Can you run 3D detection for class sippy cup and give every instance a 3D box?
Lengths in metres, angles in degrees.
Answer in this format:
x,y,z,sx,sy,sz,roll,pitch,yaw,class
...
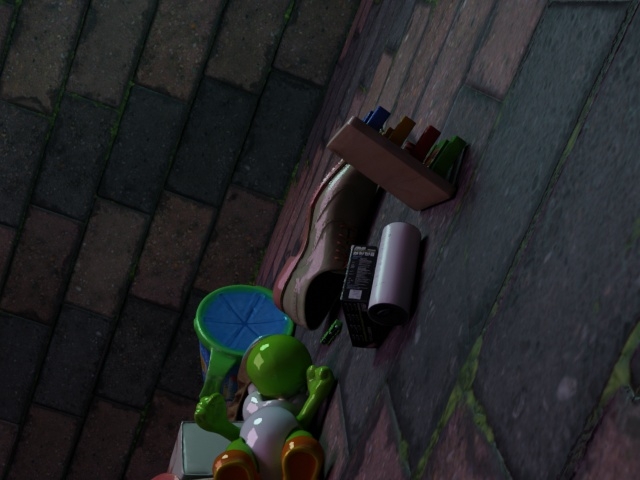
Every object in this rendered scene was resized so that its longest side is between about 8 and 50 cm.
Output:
x,y,z,sx,sy,sz,roll,pitch,yaw,class
-0.194,0.265,2.061,0.240,0.306,0.224,47,140,34,sippy cup

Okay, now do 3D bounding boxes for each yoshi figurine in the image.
x,y,z,sx,sy,sz,roll,pitch,yaw,class
-0.077,0.266,1.362,0.203,0.204,0.362,-52,9,12,yoshi figurine

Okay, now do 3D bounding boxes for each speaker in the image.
x,y,z,sx,sy,sz,roll,pitch,yaw,class
0.098,0.044,1.115,0.055,0.055,0.136,119,167,-51,speaker

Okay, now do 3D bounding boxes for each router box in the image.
x,y,z,sx,sy,sz,roll,pitch,yaw,class
0.061,0.079,1.167,0.122,0.038,0.092,75,-158,-51,router box

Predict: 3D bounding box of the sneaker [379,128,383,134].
x,y,z,sx,sy,sz,roll,pitch,yaw,class
0.114,-0.221,1.783,0.083,0.031,0.035,-77,-4,-64,sneaker

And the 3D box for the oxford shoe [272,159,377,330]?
x,y,z,sx,sy,sz,roll,pitch,yaw,class
0.036,0.006,1.561,0.130,0.123,0.348,41,112,54,oxford shoe

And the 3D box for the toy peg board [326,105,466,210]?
x,y,z,sx,sy,sz,roll,pitch,yaw,class
0.107,-0.124,1.143,0.079,0.161,0.161,-56,5,-10,toy peg board

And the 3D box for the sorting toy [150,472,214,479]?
x,y,z,sx,sy,sz,roll,pitch,yaw,class
-0.241,0.532,1.536,0.257,0.256,0.089,-79,-31,-45,sorting toy

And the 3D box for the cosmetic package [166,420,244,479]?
x,y,z,sx,sy,sz,roll,pitch,yaw,class
-0.255,0.526,1.868,0.296,0.153,0.129,114,154,-44,cosmetic package

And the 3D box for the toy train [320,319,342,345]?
x,y,z,sx,sy,sz,roll,pitch,yaw,class
0.019,0.164,1.510,0.023,0.017,0.083,-64,3,-32,toy train

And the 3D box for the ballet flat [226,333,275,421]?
x,y,z,sx,sy,sz,roll,pitch,yaw,class
-0.135,0.347,1.850,0.342,0.116,0.124,116,150,-43,ballet flat
